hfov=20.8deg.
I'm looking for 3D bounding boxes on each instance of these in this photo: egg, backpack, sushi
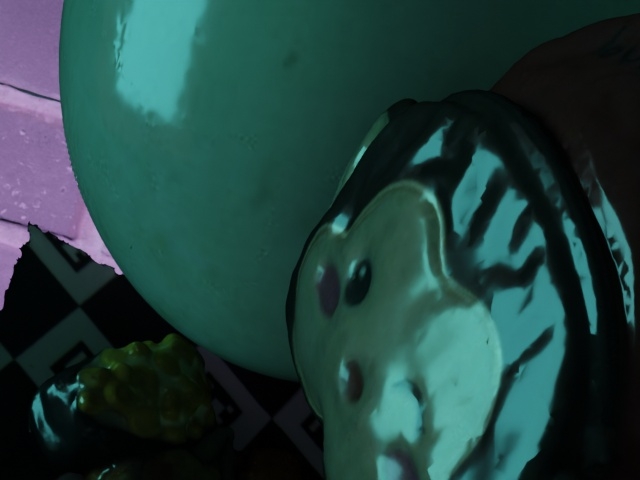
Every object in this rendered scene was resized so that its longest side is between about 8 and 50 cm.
[{"bbox_3d":[0.030,-0.109,0.792,0.276,0.276,0.389,118,172,-50],"label":"egg"},{"bbox_3d":[0.093,0.031,0.551,0.229,0.139,0.229,-27,52,40],"label":"backpack"},{"bbox_3d":[-0.019,0.138,0.739,0.050,0.290,0.264,-37,30,37],"label":"sushi"}]
